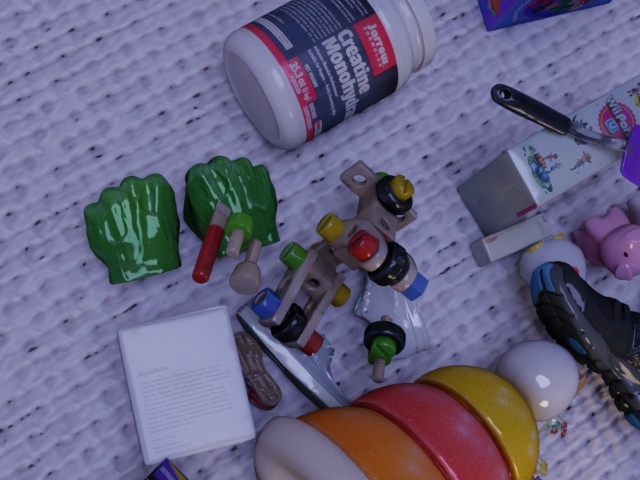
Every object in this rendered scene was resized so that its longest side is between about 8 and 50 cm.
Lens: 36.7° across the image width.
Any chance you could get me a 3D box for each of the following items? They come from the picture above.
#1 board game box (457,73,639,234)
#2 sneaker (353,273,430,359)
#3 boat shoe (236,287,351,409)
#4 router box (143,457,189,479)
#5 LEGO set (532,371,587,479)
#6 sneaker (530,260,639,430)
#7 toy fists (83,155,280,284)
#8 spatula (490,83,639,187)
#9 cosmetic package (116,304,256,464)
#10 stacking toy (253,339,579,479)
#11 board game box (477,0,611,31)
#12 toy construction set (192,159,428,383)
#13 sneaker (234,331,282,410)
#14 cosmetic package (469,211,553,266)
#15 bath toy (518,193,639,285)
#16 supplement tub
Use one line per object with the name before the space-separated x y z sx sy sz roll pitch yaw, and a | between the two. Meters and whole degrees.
board game box | 0.381 -0.137 1.455 0.303 0.224 0.098 -31 87 -14
sneaker | 0.088 0.077 1.441 0.094 0.080 0.212 -20 87 -3
boat shoe | -0.021 0.163 1.398 0.081 0.079 0.227 -43 92 -15
router box | -0.187 0.470 1.245 0.243 0.081 0.309 -43 122 -14
LEGO set | 0.330 0.328 1.438 0.107 0.132 0.287 47 48 -21
sneaker | 0.438 0.139 1.411 0.139 0.125 0.341 -44 107 -6
toy fists | -0.197 -0.038 1.387 0.279 0.096 0.142 -14 97 -15
spatula | 0.363 -0.147 1.321 0.296 0.030 0.084 21 81 -9
cosmetic package | -0.187 0.195 1.322 0.151 0.151 0.184 -12 85 -13
stacking toy | 0.181 0.293 1.325 0.479 0.350 0.351 -30 88 -27
board game box | 0.405 -0.434 1.441 0.233 0.347 0.078 -16 84 -14
toy construction set | 0.000 0.000 1.335 0.308 0.257 0.237 18 47 -7
sneaker | -0.096 0.193 1.393 0.042 0.067 0.118 -24 72 -18
cosmetic package | 0.296 -0.001 1.501 0.115 0.060 0.041 -22 85 -16
bath toy | 0.476 0.007 1.489 0.348 0.151 0.129 -25 77 -12
supplement tub | 0.013 -0.272 1.416 0.272 0.191 0.191 -31 89 -14
